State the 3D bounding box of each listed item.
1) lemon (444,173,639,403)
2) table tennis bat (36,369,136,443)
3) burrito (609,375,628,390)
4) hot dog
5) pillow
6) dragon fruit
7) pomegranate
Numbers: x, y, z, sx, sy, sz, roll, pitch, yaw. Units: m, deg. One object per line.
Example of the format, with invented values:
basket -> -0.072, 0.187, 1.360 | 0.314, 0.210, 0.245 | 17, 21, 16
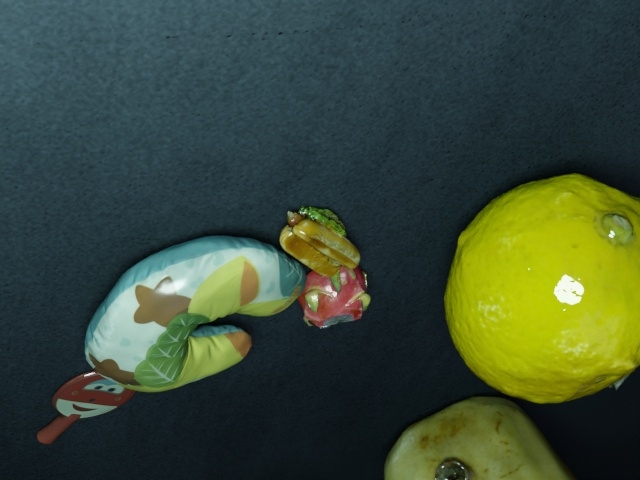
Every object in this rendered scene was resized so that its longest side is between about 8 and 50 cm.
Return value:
lemon -> 0.247, 0.054, 0.951 | 0.233, 0.234, 0.288 | -10, 149, -17
table tennis bat -> -0.279, 0.192, 1.055 | 0.154, 0.019, 0.098 | -40, 144, 23
burrito -> 0.509, 0.211, 1.520 | 0.051, 0.042, 0.171 | -10, 144, -23
hot dog -> 0.000, 0.000, 0.906 | 0.056, 0.041, 0.133 | -17, 154, 21
pillow -> -0.126, 0.075, 0.908 | 0.214, 0.086, 0.233 | 2, 140, -43
dragon fruit -> 0.018, 0.057, 0.982 | 0.083, 0.056, 0.060 | -10, 148, -14
pomegranate -> 0.256, 0.406, 1.413 | 0.332, 0.333, 0.333 | -15, 148, -10
